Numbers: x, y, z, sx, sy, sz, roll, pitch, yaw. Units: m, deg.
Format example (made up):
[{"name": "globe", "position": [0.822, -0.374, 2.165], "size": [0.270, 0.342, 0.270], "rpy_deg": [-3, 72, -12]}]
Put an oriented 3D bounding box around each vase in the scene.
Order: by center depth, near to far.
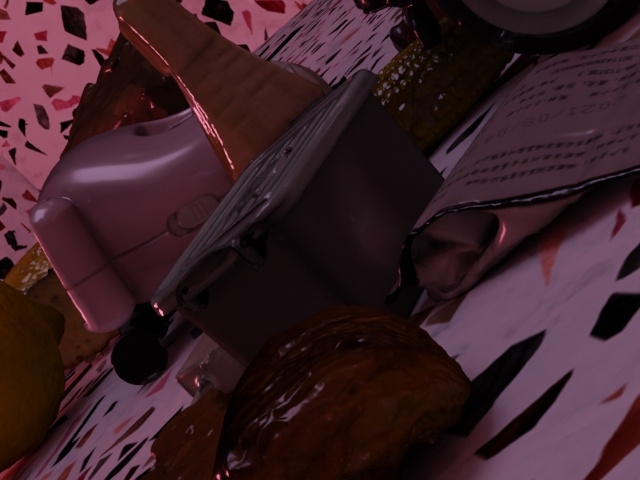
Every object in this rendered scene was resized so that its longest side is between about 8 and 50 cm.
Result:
[{"name": "vase", "position": [-0.186, 0.103, 1.866], "size": [0.059, 0.059, 0.167], "rpy_deg": [-44, 11, 4]}]

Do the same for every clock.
[{"name": "clock", "position": [-0.122, -0.064, 1.888], "size": [0.326, 0.184, 0.342], "rpy_deg": [-25, 17, 4]}]

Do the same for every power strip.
[{"name": "power strip", "position": [-0.077, 0.097, 1.500], "size": [0.075, 0.042, 0.175], "rpy_deg": [-36, 14, 40]}]

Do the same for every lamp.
[{"name": "lamp", "position": [0.197, -0.287, 1.503], "size": [0.374, 0.205, 0.272], "rpy_deg": [-31, 21, 3]}]

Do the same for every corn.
[{"name": "corn", "position": [0.049, -0.097, 1.648], "size": [0.320, 0.097, 0.097], "rpy_deg": [-42, 10, 3]}]

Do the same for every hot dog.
[{"name": "hot dog", "position": [0.002, 0.102, 0.994], "size": [0.160, 0.099, 0.227], "rpy_deg": [-43, 9, 9]}]

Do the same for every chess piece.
[{"name": "chess piece", "position": [-0.055, -0.104, 1.493], "size": [0.137, 0.301, 0.137], "rpy_deg": [-45, 11, 11]}]

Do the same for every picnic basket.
[{"name": "picnic basket", "position": [-0.188, -0.182, 2.464], "size": [0.291, 0.254, 0.321], "rpy_deg": [-37, 23, 38]}]

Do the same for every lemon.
[{"name": "lemon", "position": [-0.421, 0.160, 2.014], "size": [0.320, 0.245, 0.245], "rpy_deg": [-27, -1, -34]}]

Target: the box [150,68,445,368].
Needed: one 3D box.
[{"name": "box", "position": [0.000, 0.000, 1.328], "size": [0.163, 0.135, 0.243], "rpy_deg": [-39, 12, 35]}]

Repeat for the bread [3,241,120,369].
[{"name": "bread", "position": [-0.296, 0.049, 2.204], "size": [0.229, 0.143, 0.139], "rpy_deg": [-35, 32, 8]}]

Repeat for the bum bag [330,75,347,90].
[{"name": "bum bag", "position": [0.008, -0.164, 2.249], "size": [0.124, 0.034, 0.058], "rpy_deg": [-44, 1, 0]}]

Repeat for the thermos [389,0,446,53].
[{"name": "thermos", "position": [0.166, -0.275, 1.929], "size": [0.124, 0.099, 0.232], "rpy_deg": [2, -34, -49]}]

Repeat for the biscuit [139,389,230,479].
[{"name": "biscuit", "position": [-0.099, 0.181, 1.244], "size": [0.186, 0.044, 0.295], "rpy_deg": [-49, 9, -8]}]

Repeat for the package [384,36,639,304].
[{"name": "package", "position": [0.153, -0.064, 1.197], "size": [0.251, 0.062, 0.204], "rpy_deg": [-29, 19, 44]}]
